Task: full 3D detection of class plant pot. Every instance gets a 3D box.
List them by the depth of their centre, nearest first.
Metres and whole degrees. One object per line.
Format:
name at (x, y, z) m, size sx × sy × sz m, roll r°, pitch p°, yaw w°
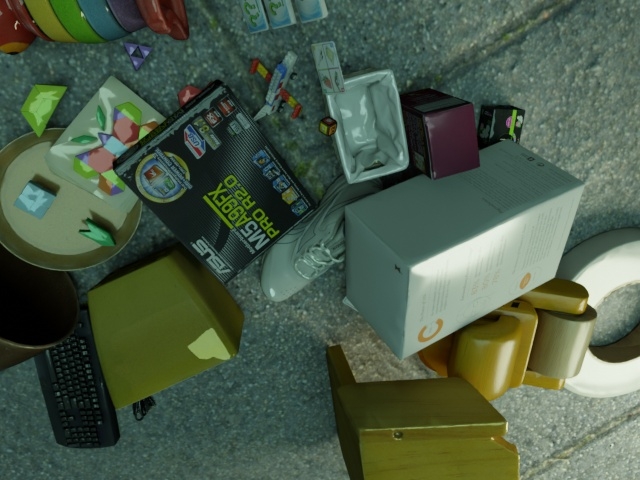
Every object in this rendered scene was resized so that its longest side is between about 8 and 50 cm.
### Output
plant pot at (-0.560, 0.135, 0.900) m, size 0.230 × 0.215 × 0.215 m, roll -35°, pitch 114°, yaw 17°
plant pot at (-0.416, -0.066, 0.906) m, size 0.236 × 0.032 × 0.236 m, roll -6°, pitch 108°, yaw -18°
plant pot at (-0.270, 0.122, 0.946) m, size 0.212 × 0.212 × 0.187 m, roll -24°, pitch 101°, yaw 0°

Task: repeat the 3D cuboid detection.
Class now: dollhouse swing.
dollhouse swing at (0.170, 0.374, 1.036) m, size 0.315 × 0.305 × 0.346 m, roll -6°, pitch 113°, yaw 6°

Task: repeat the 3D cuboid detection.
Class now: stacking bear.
stacking bear at (-0.353, -0.338, 0.760) m, size 0.289 × 0.175 × 0.164 m, roll -10°, pitch 105°, yaw 2°

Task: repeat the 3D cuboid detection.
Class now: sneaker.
sneaker at (0.000, 0.000, 0.976) m, size 0.111 × 0.129 × 0.297 m, roll 38°, pitch 102°, yaw -23°

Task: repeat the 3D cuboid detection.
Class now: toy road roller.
toy road roller at (0.341, 0.190, 1.027) m, size 0.330 × 0.240 × 0.202 m, roll 8°, pitch 112°, yaw 8°

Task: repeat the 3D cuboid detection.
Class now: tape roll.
tape roll at (0.644, 0.161, 1.195) m, size 0.392 × 0.072 × 0.391 m, roll -4°, pitch 113°, yaw -8°

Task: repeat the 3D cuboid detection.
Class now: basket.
basket at (0.070, -0.195, 0.921) m, size 0.113 × 0.103 × 0.167 m, roll -16°, pitch 113°, yaw -3°

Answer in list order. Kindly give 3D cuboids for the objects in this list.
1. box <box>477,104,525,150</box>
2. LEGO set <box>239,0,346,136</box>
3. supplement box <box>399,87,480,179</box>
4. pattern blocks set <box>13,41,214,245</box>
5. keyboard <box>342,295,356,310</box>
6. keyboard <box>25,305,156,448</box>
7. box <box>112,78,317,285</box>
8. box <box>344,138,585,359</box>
box at (0.322, -0.198, 0.995) m, size 0.062 × 0.052 × 0.083 m, roll -2°, pitch 114°, yaw -10°
LEGO set at (-0.052, -0.270, 0.831) m, size 0.060 × 0.182 × 0.244 m, roll -35°, pitch 121°, yaw -33°
supplement box at (0.179, -0.179, 0.901) m, size 0.081 × 0.188 × 0.104 m, roll -15°, pitch 114°, yaw -5°
pattern blocks set at (-0.321, -0.148, 0.878) m, size 0.285 × 0.026 × 0.324 m, roll 22°, pitch 100°, yaw -24°
keyboard at (0.144, 0.035, 1.037) m, size 0.072 × 0.014 × 0.256 m, roll 32°, pitch 103°, yaw -22°
keyboard at (-0.431, 0.267, 1.060) m, size 0.202 × 0.033 × 0.317 m, roll -5°, pitch 114°, yaw -9°
box at (-0.164, -0.089, 0.913) m, size 0.216 × 0.060 × 0.270 m, roll -40°, pitch 120°, yaw -4°
box at (0.228, 0.007, 0.919) m, size 0.345 × 0.168 × 0.215 m, roll -23°, pitch 135°, yaw -21°
